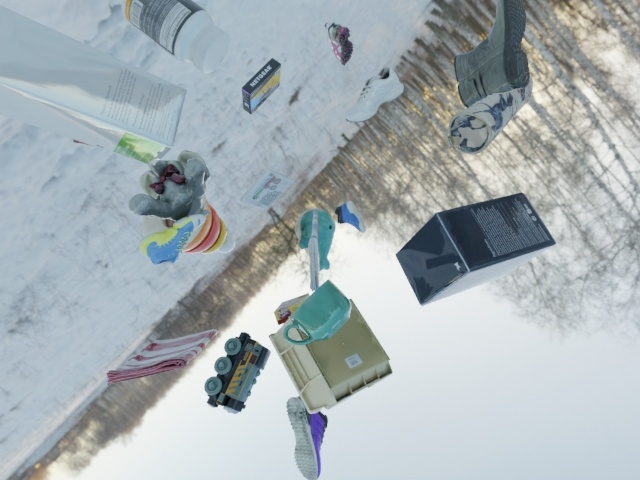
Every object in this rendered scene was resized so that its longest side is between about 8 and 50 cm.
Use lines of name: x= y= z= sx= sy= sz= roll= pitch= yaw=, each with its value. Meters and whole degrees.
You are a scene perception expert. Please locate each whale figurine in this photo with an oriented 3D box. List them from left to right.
whale figurine: x=0.000 y=0.000 z=1.803 sx=0.141 sy=0.272 sz=0.216 roll=-7 pitch=-176 yaw=41

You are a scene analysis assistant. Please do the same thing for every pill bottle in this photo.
pill bottle: x=-0.414 y=-0.624 z=1.243 sx=0.162 sy=0.278 sz=0.162 roll=-54 pitch=-177 yaw=4

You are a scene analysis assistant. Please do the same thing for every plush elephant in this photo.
plush elephant: x=-0.530 y=-0.210 z=1.512 sx=0.272 sy=0.255 sz=0.330 roll=-39 pitch=163 yaw=-4

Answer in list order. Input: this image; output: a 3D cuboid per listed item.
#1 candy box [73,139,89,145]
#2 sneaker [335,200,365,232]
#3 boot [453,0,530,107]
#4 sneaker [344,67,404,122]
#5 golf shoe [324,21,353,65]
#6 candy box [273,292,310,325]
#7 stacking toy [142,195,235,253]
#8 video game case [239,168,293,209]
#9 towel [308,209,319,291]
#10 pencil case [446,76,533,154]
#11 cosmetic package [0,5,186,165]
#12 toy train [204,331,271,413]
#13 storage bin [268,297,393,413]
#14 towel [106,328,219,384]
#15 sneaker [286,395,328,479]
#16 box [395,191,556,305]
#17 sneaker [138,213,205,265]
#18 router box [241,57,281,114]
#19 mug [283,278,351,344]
candy box: x=-0.884 y=-0.493 z=1.809 sx=0.316 sy=0.183 sz=0.087 roll=-92 pitch=-163 yaw=-55
sneaker: x=0.110 y=-0.079 z=1.639 sx=0.084 sy=0.152 sz=0.058 roll=-20 pitch=-141 yaw=21
boot: x=0.374 y=-0.441 z=0.974 sx=0.083 sy=0.246 sz=0.161 roll=-6 pitch=-177 yaw=-42
sneaker: x=0.210 y=-0.609 z=1.803 sx=0.297 sy=0.129 sz=0.111 roll=-42 pitch=-142 yaw=-8
golf shoe: x=0.066 y=-0.701 z=1.519 sx=0.067 sy=0.086 sz=0.186 roll=-51 pitch=162 yaw=-6
candy box: x=-0.089 y=0.233 z=1.478 sx=0.109 sy=0.053 sz=0.187 roll=-21 pitch=-178 yaw=5
stacking toy: x=-0.582 y=-0.038 z=2.096 sx=0.350 sy=0.350 sz=0.480 roll=-45 pitch=148 yaw=2
video game case: x=-0.190 y=-0.179 z=1.525 sx=0.157 sy=0.019 sz=0.143 roll=-43 pitch=154 yaw=18
towel: x=-0.022 y=0.030 z=1.546 sx=0.034 sy=0.209 sz=0.285 roll=-1 pitch=-156 yaw=1
pencil case: x=0.622 y=-0.476 z=1.577 sx=0.410 sy=0.160 sz=0.183 roll=-44 pitch=-168 yaw=-30
cosmetic package: x=-0.511 y=-0.313 z=0.940 sx=0.197 sy=0.365 sz=0.155 roll=-10 pitch=-112 yaw=57
toy train: x=-0.350 y=0.560 z=1.819 sx=0.142 sy=0.190 sz=0.334 roll=74 pitch=37 yaw=-61
storage bin: x=0.037 y=0.323 z=1.227 sx=0.262 sy=0.260 sz=0.123 roll=-8 pitch=146 yaw=-45
towel: x=-0.472 y=0.346 z=1.334 sx=0.237 sy=0.037 sz=0.329 roll=-13 pitch=-177 yaw=4
sneaker: x=-0.022 y=0.698 z=1.547 sx=0.102 sy=0.293 sz=0.146 roll=-18 pitch=169 yaw=41
box: x=0.511 y=0.030 z=1.447 sx=0.395 sy=0.212 sz=0.293 roll=-14 pitch=157 yaw=-26
sneaker: x=-0.491 y=0.006 z=1.477 sx=0.240 sy=0.126 sz=0.091 roll=-27 pitch=178 yaw=-7
router box: x=-0.222 y=-0.578 z=1.610 sx=0.179 sy=0.046 sz=0.133 roll=-52 pitch=176 yaw=-17
mug: x=0.000 y=0.179 z=1.000 sx=0.158 sy=0.097 sz=0.129 roll=-49 pitch=171 yaw=21
